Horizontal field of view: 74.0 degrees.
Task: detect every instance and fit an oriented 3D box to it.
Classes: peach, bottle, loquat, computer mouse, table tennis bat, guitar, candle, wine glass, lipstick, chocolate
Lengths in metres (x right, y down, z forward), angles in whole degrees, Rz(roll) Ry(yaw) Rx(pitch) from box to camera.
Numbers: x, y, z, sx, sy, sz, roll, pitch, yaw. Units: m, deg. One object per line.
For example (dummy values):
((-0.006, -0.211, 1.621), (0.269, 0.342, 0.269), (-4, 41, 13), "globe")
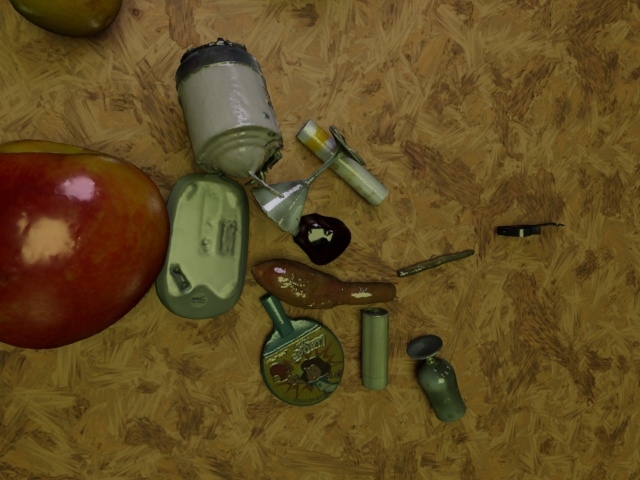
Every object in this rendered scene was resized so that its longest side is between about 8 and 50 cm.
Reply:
((-0.475, 0.011, 0.769), (0.388, 0.388, 0.388), (-2, 98, -15), "peach")
((0.143, 0.283, 1.114), (0.072, 0.072, 0.201), (-3, 98, -15), "bottle")
((-0.456, -0.495, 0.782), (0.246, 0.213, 0.213), (-17, 102, -13), "loquat")
((-0.261, 0.013, 0.958), (0.197, 0.095, 0.330), (9, 86, -27), "computer mouse")
((-0.062, 0.276, 1.077), (0.215, 0.044, 0.329), (-27, 105, -9), "table tennis bat")
((0.606, -0.033, 1.201), (0.233, 0.088, 0.025), (-5, 98, -24), "guitar")
((-0.169, -0.216, 0.850), (0.187, 0.187, 0.330), (-15, 73, -13), "candle")
((-0.022, -0.136, 0.943), (0.232, 0.156, 0.156), (-42, 106, 10), "wine glass")
((0.056, -0.185, 1.033), (0.264, 0.059, 0.059), (39, 86, -17), "lipstick")
((0.319, 0.380, 1.160), (0.103, 0.103, 0.231), (-26, 106, -10), "wine glass")
((0.000, 0.000, 1.033), (0.149, 0.080, 0.125), (14, 93, -18), "chocolate")

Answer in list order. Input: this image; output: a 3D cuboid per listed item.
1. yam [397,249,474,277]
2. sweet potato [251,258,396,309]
((0.316, 0.058, 1.156), (0.234, 0.029, 0.027), (-15, 128, -14), "yam")
((0.011, 0.121, 1.044), (0.385, 0.109, 0.109), (14, 94, -24), "sweet potato")
